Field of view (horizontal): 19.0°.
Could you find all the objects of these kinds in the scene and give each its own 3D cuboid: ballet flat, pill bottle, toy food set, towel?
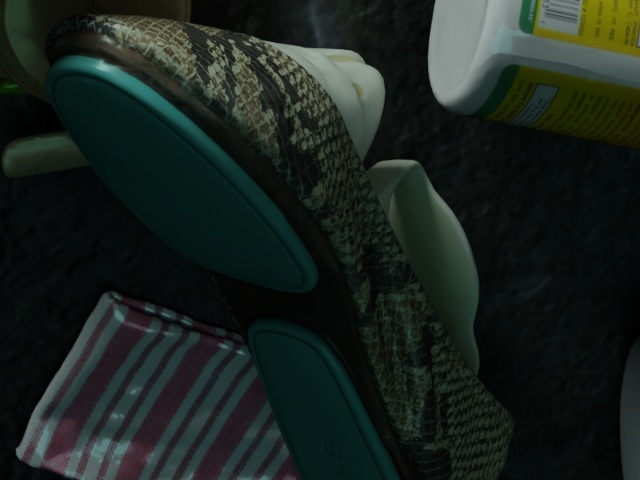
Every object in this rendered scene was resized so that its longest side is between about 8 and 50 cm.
[{"bbox_3d":[0.000,0.000,1.172,0.182,0.164,0.483,-53,133,-26],"label":"ballet flat"},{"bbox_3d":[0.180,-0.116,1.157,0.208,0.117,0.118,9,118,-15],"label":"pill bottle"},{"bbox_3d":[-0.143,-0.139,1.139,0.132,0.038,0.192,-8,116,-14],"label":"toy food set"},{"bbox_3d":[-0.089,0.123,1.299,0.197,0.029,0.144,21,113,-20],"label":"towel"}]

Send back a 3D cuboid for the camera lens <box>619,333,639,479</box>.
[{"bbox_3d":[0.360,0.145,1.280,0.274,0.219,0.219,-5,120,-7],"label":"camera lens"}]
